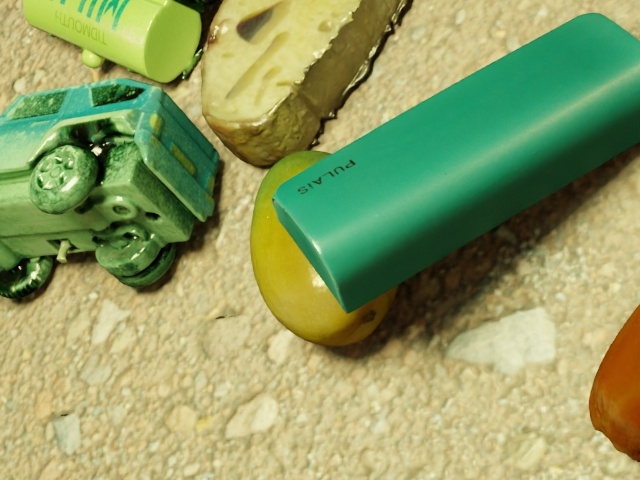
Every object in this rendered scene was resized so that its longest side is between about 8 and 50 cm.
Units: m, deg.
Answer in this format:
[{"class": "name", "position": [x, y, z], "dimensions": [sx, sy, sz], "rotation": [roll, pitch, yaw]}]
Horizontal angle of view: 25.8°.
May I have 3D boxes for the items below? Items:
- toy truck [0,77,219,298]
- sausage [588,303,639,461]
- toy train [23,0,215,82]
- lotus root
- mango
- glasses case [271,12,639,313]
[{"class": "toy truck", "position": [-0.238, -0.049, 1.289], "dimensions": [0.279, 0.155, 0.156], "rotation": [-5, 55, 30]}, {"class": "sausage", "position": [0.293, 0.024, 0.962], "dimensions": [0.089, 0.083, 0.300], "rotation": [41, 92, 26]}, {"class": "toy train", "position": [-0.202, -0.246, 1.401], "dimensions": [0.253, 0.105, 0.157], "rotation": [26, 95, 39]}, {"class": "lotus root", "position": [-0.020, -0.193, 1.274], "dimensions": [0.170, 0.074, 0.260], "rotation": [20, 78, 40]}, {"class": "mango", "position": [0.000, 0.000, 1.157], "dimensions": [0.130, 0.092, 0.194], "rotation": [-41, 43, 11]}, {"class": "glasses case", "position": [0.114, -0.071, 1.073], "dimensions": [0.301, 0.070, 0.117], "rotation": [-32, 52, -8]}]
